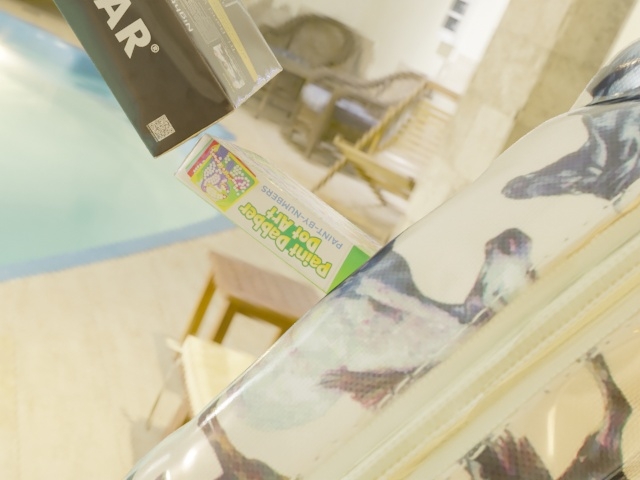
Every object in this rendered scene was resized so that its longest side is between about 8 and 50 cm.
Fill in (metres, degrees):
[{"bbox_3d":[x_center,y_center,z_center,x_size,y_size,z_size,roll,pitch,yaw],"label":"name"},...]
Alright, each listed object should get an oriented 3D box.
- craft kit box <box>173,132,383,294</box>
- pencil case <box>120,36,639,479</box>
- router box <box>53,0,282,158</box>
[{"bbox_3d":[0.000,0.000,1.129,0.250,0.061,0.246,37,7,7],"label":"craft kit box"},{"bbox_3d":[0.051,0.068,0.403,0.160,0.410,0.183,49,-2,32],"label":"pencil case"},{"bbox_3d":[-0.158,-0.237,0.969,0.309,0.081,0.243,59,14,-9],"label":"router box"}]
